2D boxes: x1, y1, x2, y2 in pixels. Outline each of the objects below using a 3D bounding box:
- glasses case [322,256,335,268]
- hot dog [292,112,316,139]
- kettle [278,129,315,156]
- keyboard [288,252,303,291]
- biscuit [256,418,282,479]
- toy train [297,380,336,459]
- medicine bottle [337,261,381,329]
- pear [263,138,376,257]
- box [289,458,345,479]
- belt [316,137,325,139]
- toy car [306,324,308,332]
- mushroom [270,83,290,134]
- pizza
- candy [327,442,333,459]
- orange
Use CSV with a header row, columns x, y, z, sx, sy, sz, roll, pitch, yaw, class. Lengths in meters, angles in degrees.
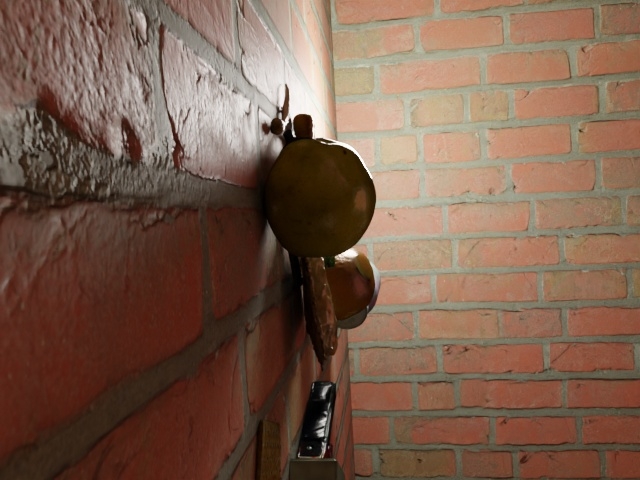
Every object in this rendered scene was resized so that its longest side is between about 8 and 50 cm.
x,y,z,sx,sy,sz,roll,pitch,yaw,class
0.000,0.000,1.845,0.272,0.062,0.095,-111,-166,-66,glasses case
-0.045,-0.272,1.742,0.068,0.083,0.288,-87,171,-83,hot dog
-0.055,-0.224,1.533,0.202,0.144,0.232,56,0,1,kettle
-0.079,0.055,1.490,0.103,0.041,0.380,-58,144,-78,keyboard
-0.111,0.468,1.172,0.203,0.016,0.143,68,21,-68,biscuit
-0.006,0.589,1.700,0.409,0.086,0.089,-71,159,-72,toy train
0.128,0.234,2.333,0.290,0.245,0.244,-59,146,-62,medicine bottle
-0.003,-0.096,1.267,0.294,0.295,0.293,-3,90,-83,pear
-0.005,0.678,1.492,0.225,0.130,0.086,77,12,-56,box
-0.003,-0.260,1.877,0.218,0.129,0.122,69,20,-65,belt
-0.022,0.298,1.817,0.142,0.055,0.069,-158,-115,-82,toy car
-0.105,-0.361,1.489,0.306,0.043,0.068,-85,-165,-57,mushroom
-0.014,0.116,1.566,0.435,0.080,0.391,-123,-154,-73,pizza
0.026,0.831,2.041,0.103,0.043,0.103,-3,90,-83,candy
0.101,0.154,2.023,0.335,0.196,0.262,-19,94,-67,orange
